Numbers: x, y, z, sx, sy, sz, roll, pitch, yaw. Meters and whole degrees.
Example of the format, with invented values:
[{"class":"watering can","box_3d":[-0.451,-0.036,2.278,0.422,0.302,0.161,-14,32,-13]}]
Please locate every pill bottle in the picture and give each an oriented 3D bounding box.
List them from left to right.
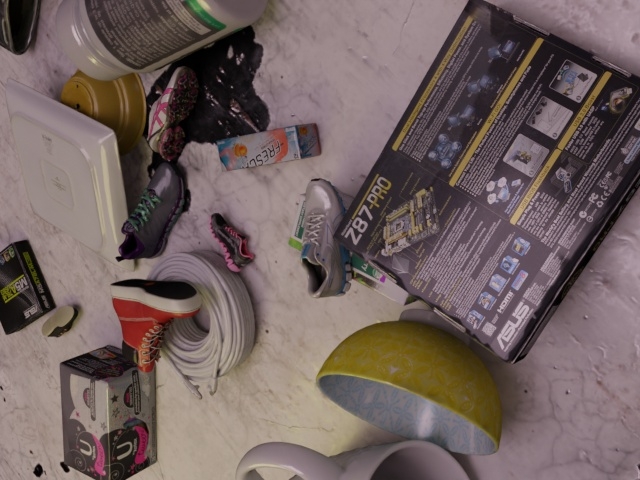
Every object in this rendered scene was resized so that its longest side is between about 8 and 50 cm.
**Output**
[{"class":"pill bottle","box_3d":[-0.282,-0.411,1.336,0.360,0.204,0.204,-13,93,36]}]

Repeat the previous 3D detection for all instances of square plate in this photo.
[{"class":"square plate","box_3d":[-0.532,-0.128,1.614,0.347,0.049,0.344,27,134,28]}]

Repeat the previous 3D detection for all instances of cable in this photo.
[{"class":"cable","box_3d":[-0.238,0.145,1.511,0.257,0.089,0.257,41,121,22]}]

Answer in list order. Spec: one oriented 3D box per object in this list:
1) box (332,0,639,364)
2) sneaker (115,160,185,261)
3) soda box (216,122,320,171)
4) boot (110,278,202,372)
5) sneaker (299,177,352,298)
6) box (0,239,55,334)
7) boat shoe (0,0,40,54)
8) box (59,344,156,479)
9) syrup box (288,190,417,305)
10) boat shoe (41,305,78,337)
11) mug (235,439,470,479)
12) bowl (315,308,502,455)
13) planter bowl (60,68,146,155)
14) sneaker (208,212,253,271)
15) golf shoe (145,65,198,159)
[{"class":"box","box_3d":[0.242,-0.083,1.053,0.318,0.097,0.395,34,103,22]},{"class":"sneaker","box_3d":[-0.338,-0.050,1.528,0.083,0.098,0.224,34,119,24]},{"class":"soda box","box_3d":[-0.092,-0.161,1.348,0.183,0.063,0.058,-6,97,36]},{"class":"boot","box_3d":[-0.300,0.168,1.454,0.244,0.088,0.176,2,101,44]},{"class":"sneaker","box_3d":[0.000,0.000,1.192,0.071,0.082,0.191,-5,96,38]},{"class":"box","box_3d":[-0.743,0.117,1.890,0.190,0.045,0.184,-27,83,37]},{"class":"boat shoe","box_3d":[-0.622,-0.546,1.614,0.119,0.121,0.335,37,131,14]},{"class":"box","box_3d":[-0.463,0.381,1.694,0.163,0.142,0.248,13,109,33]},{"class":"syrup box","box_3d":[0.073,0.005,1.252,0.236,0.096,0.093,28,115,28]},{"class":"boat shoe","box_3d":[-0.602,0.189,1.811,0.133,0.042,0.049,-34,56,35]},{"class":"mug","box_3d":[0.025,0.454,1.256,0.374,0.276,0.328,45,139,-18]},{"class":"bowl","box_3d":[0.152,0.199,1.186,0.289,0.289,0.156,6,61,34]},{"class":"planter bowl","box_3d":[-0.459,-0.274,1.566,0.217,0.090,0.217,9,106,33]},{"class":"sneaker","box_3d":[-0.164,-0.003,1.454,0.057,0.047,0.119,-28,92,30]},{"class":"golf shoe","box_3d":[-0.291,-0.250,1.465,0.086,0.067,0.186,37,120,24]}]
